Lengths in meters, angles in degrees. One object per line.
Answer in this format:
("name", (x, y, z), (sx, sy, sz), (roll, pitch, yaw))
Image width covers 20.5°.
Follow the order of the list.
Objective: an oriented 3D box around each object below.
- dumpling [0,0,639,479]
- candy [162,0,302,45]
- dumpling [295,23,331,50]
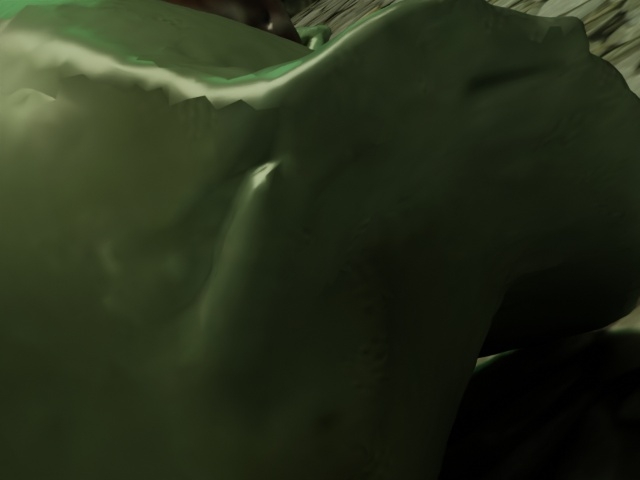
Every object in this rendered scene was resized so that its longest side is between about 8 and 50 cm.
("dumpling", (-0.055, 0.051, 0.568), (0.321, 0.270, 0.211), (8, 64, 42))
("candy", (-0.137, -0.049, 0.969), (0.290, 0.214, 0.157), (-26, 6, -11))
("dumpling", (-0.074, -0.114, 1.562), (0.217, 0.105, 0.149), (-37, 10, 1))
